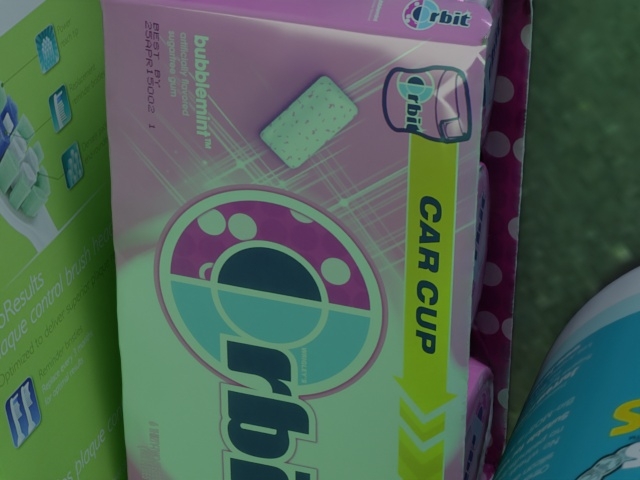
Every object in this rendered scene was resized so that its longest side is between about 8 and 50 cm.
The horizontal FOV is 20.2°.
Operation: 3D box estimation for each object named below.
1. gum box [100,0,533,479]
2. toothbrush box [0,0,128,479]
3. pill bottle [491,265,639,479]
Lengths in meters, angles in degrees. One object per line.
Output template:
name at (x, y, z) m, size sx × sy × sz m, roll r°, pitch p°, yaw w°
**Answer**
gum box at (0.000, 0.000, 0.527) m, size 0.107 × 0.062 × 0.188 m, roll 9°, pitch 121°, yaw 16°
toothbrush box at (-0.169, 0.010, 0.564) m, size 0.206 × 0.122 × 0.283 m, roll 3°, pitch 117°, yaw 20°
pill bottle at (0.095, 0.119, 0.435) m, size 0.146 × 0.264 × 0.146 m, roll 9°, pitch 121°, yaw 16°
